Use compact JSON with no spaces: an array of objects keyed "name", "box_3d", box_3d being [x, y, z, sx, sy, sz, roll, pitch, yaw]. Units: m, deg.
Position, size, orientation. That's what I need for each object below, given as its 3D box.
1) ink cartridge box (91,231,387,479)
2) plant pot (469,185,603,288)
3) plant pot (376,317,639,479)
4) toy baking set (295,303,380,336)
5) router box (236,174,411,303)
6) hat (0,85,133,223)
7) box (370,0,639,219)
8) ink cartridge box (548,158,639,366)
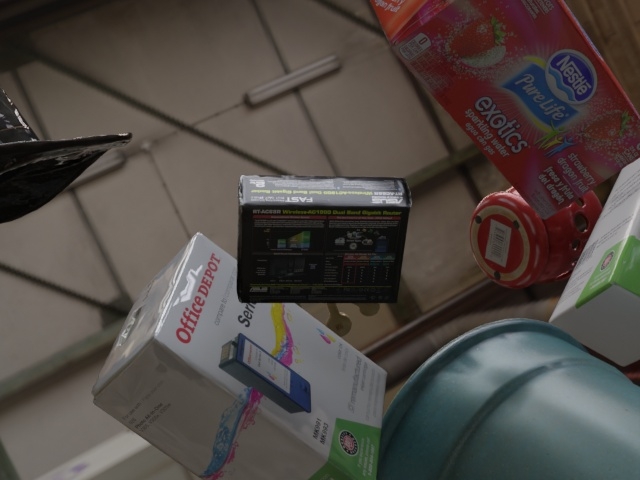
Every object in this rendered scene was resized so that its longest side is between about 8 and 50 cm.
[{"name":"ink cartridge box","box_3d":[-0.057,0.117,0.896,0.212,0.154,0.093,37,-61,-13]},{"name":"plant pot","box_3d":[0.369,-0.012,1.945,0.191,0.174,0.191,22,-61,44]},{"name":"plant pot","box_3d":[0.260,0.275,0.991,0.334,0.341,0.341,19,-49,55]},{"name":"toy baking set","box_3d":[-0.003,0.027,1.506,0.030,0.196,0.256,-119,-143,-61]},{"name":"router box","box_3d":[0.000,0.000,0.817,0.038,0.122,0.092,-96,-171,-50]},{"name":"hat","box_3d":[-0.327,-0.075,0.900,0.134,0.331,0.331,67,-24,2]},{"name":"box","box_3d":[0.157,-0.152,0.933,0.257,0.122,0.128,41,22,-40]},{"name":"ink cartridge box","box_3d":[0.400,-0.010,1.323,0.114,0.273,0.198,30,-20,1]}]
